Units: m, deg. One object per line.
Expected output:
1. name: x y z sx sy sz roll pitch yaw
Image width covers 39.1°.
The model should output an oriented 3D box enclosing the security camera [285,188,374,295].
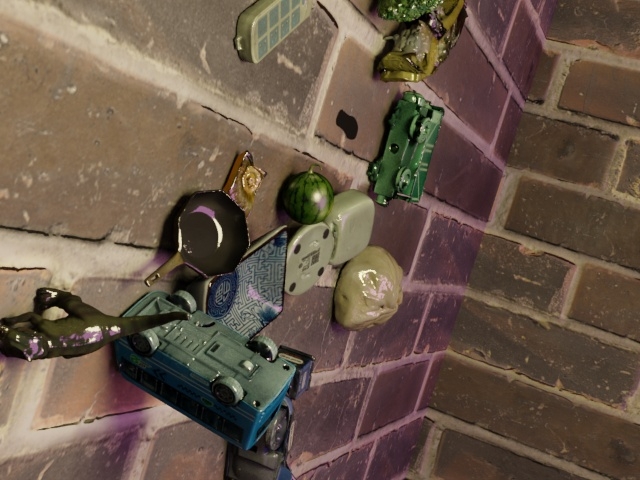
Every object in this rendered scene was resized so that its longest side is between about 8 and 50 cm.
1. security camera: 0.000 0.000 1.799 0.301 0.080 0.157 -32 139 -46

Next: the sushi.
1. sushi: 0.205 -0.429 1.918 0.291 0.139 0.131 -60 137 -32

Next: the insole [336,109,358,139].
1. insole: 0.055 -0.236 1.836 0.135 0.002 0.045 22 85 -70

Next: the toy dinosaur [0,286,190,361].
1. toy dinosaur: -0.273 0.122 1.045 0.187 0.179 0.087 -31 134 -57

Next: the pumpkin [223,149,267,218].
1. pumpkin: -0.130 -0.088 1.450 0.101 0.035 0.073 -64 147 -11

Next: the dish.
1. dish: -0.148 0.086 1.476 0.243 0.080 0.182 -38 140 -52

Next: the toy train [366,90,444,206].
1. toy train: 0.197 -0.204 2.067 0.154 0.115 0.269 -1 107 -63

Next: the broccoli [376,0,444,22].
1. broccoli: 0.174 -0.527 1.707 0.220 0.194 0.194 -41 151 -12

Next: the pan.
1. pan: -0.194 -0.005 1.314 0.202 0.048 0.128 -8 88 -47

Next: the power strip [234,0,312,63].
1. power strip: -0.063 -0.351 1.396 0.227 0.029 0.080 -53 152 -42

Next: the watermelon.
1. watermelon: -0.023 -0.082 1.637 0.109 0.109 0.109 -52 152 -43

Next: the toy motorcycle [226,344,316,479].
1. toy motorcycle: -0.103 0.408 1.803 0.212 0.125 0.358 -33 138 -62

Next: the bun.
1. bun: 0.124 0.120 2.133 0.231 0.133 0.231 18 90 -72

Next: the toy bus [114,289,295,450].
1. toy bus: -0.169 0.181 1.277 0.113 0.246 0.134 -48 160 -49
